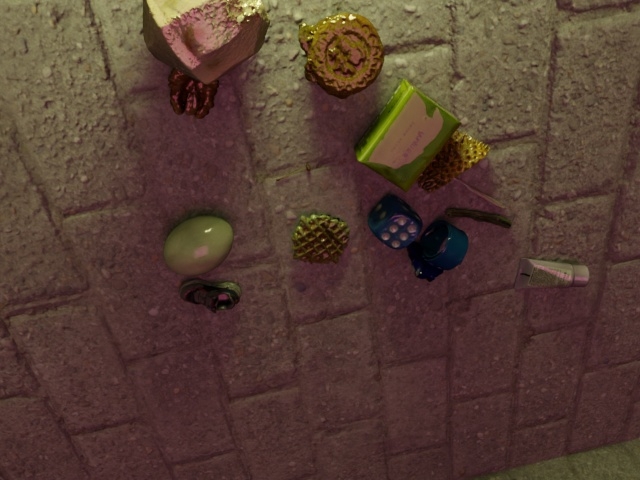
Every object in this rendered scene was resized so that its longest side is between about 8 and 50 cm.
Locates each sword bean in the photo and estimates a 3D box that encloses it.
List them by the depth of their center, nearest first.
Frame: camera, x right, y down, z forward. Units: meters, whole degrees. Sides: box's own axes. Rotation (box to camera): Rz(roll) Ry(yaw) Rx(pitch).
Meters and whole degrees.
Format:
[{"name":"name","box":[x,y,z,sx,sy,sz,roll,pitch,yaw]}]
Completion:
[{"name":"sword bean","box":[0.590,-0.086,1.986,0.269,0.038,0.043,9,94,-16]}]

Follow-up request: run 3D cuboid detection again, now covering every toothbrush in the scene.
[{"name":"toothbrush","box":[0.558,-0.174,1.930,0.307,0.025,0.029,24,123,-23]}]

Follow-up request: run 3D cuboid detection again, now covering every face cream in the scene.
[{"name":"face cream","box":[0.941,0.142,2.175,0.273,0.096,0.154,2,124,3]}]

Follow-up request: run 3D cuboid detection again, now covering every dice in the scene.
[{"name":"dice","box":[0.261,-0.065,1.872,0.146,0.146,0.143,33,113,-23]}]

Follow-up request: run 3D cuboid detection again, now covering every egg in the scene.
[{"name":"egg","box":[-0.402,0.017,1.763,0.253,0.186,0.186,-31,122,11]}]

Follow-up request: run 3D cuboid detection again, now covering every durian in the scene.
[{"name":"durian","box":[0.423,-0.278,1.788,0.186,0.154,0.260,42,92,4]}]

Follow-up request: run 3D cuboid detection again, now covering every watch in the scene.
[{"name":"watch","box":[0.431,0.033,1.939,0.171,0.196,0.200,22,123,-33]}]

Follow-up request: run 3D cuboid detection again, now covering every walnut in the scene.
[{"name":"walnut","box":[-0.372,-0.445,1.552,0.143,0.069,0.170,11,120,-19]}]

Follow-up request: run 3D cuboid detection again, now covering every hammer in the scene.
[{"name":"hammer","box":[-0.091,-0.224,1.779,0.123,0.014,0.029,-21,115,6]}]

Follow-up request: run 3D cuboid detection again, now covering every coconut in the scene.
[{"name":"coconut","box":[-0.306,-0.568,1.360,0.309,0.297,0.297,-31,122,4]}]

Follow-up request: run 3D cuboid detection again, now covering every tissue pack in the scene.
[{"name":"tissue pack","box":[0.268,-0.330,1.683,0.200,0.167,0.275,30,113,-18]}]

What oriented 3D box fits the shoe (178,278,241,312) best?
[{"name":"shoe","box":[-0.396,0.215,1.927,0.227,0.125,0.099,2,124,-14]}]

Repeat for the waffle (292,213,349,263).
[{"name":"waffle","box":[0.000,0.000,1.911,0.214,0.054,0.208,4,118,-20]}]

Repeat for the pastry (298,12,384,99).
[{"name":"pastry","box":[0.064,-0.537,1.556,0.235,0.132,0.240,-9,117,5]}]
